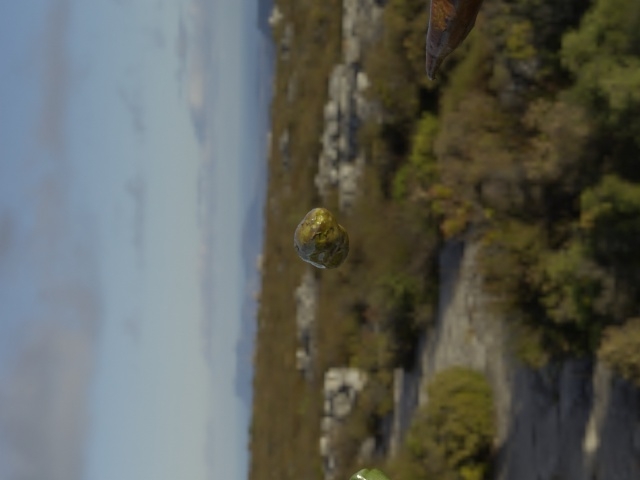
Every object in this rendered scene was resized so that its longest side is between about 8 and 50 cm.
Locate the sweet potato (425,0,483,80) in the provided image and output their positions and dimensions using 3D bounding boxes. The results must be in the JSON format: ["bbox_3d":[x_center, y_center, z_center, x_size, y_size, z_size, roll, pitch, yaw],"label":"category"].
[{"bbox_3d":[0.114,-0.208,1.104,0.056,0.056,0.195,-94,10,-47],"label":"sweet potato"}]

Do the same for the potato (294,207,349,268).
[{"bbox_3d":[0.000,0.000,1.196,0.092,0.046,0.045,48,-155,-70],"label":"potato"}]

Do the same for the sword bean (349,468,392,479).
[{"bbox_3d":[0.124,0.237,0.852,0.038,0.269,0.043,-35,-33,-38],"label":"sword bean"}]
